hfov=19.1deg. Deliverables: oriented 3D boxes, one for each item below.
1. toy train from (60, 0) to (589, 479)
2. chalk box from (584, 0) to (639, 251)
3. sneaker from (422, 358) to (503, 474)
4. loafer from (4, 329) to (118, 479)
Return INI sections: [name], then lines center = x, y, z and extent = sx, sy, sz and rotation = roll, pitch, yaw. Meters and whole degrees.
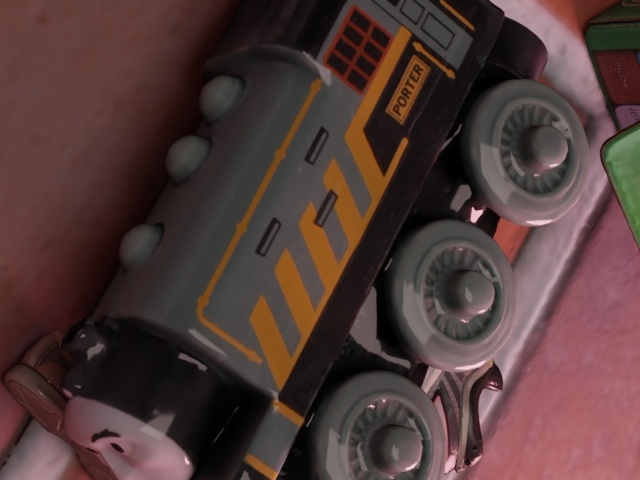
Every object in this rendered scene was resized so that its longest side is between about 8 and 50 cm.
[toy train]
center = 0.000, 0.000, 0.954
extent = 0.190, 0.142, 0.334
rotation = 37, 68, -22
[chalk box]
center = 0.290, -0.083, 1.107
extent = 0.289, 0.179, 0.180
rotation = -34, 110, -26
[sneaker]
center = 0.048, 0.118, 1.040
extent = 0.075, 0.063, 0.170
rotation = 37, 70, -22
[loafer]
center = -0.104, 0.098, 0.958
extent = 0.125, 0.045, 0.039
rotation = 49, 63, -22
